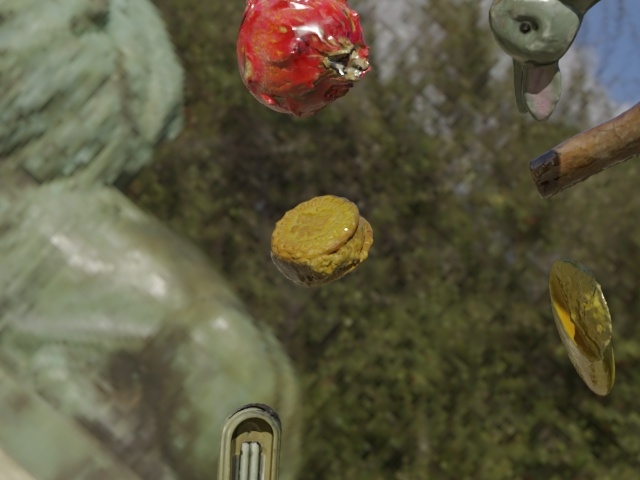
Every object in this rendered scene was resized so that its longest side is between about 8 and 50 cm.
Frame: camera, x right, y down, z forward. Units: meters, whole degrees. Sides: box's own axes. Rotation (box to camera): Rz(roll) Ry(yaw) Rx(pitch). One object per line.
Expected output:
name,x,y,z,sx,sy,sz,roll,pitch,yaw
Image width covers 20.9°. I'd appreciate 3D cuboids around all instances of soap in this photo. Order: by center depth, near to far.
soap,0.192,0.060,1.277,0.089,0.033,0.168,64,0,26

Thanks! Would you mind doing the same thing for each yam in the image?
yam,0.325,-0.112,1.795,0.057,0.241,0.057,52,20,-28

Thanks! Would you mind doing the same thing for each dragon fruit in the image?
dragon fruit,-0.007,-0.204,1.827,0.153,0.153,0.111,43,-14,-25

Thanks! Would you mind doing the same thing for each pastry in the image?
pastry,0.000,0.000,1.709,0.057,0.097,0.109,57,19,-36

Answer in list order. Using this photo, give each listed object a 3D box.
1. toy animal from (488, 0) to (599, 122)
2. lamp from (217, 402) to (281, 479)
toy animal,0.208,-0.223,1.549,0.108,0.236,0.138,11,15,-36
lamp,0.045,0.245,1.522,0.283,0.203,0.124,6,21,31
